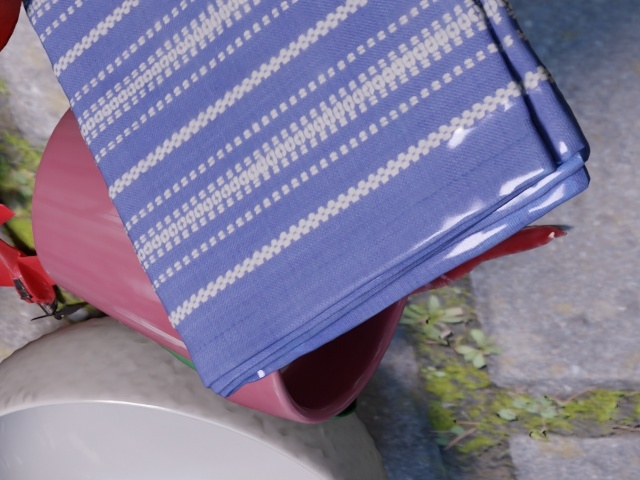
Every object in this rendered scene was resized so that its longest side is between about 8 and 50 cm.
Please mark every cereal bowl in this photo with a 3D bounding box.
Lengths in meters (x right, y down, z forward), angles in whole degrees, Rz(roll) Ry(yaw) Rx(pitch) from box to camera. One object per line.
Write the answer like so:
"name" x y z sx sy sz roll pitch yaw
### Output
"cereal bowl" -0.107 0.169 1.134 0.339 0.141 0.339 7 138 7

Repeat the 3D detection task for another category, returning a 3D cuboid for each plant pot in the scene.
"plant pot" -0.057 -0.012 0.860 0.180 0.201 0.201 14 141 23

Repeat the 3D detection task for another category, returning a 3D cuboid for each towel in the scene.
"towel" -0.037 -0.119 0.708 0.243 0.040 0.336 -34 75 33

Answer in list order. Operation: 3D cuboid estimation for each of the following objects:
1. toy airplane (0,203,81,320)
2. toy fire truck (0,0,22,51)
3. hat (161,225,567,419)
"toy airplane" -0.223 0.010 1.076 0.151 0.028 0.151 9 139 8
"toy fire truck" -0.245 -0.215 0.694 0.254 0.169 0.302 50 119 9
"hat" 0.000 0.000 0.986 0.208 0.173 0.183 20 108 -38
